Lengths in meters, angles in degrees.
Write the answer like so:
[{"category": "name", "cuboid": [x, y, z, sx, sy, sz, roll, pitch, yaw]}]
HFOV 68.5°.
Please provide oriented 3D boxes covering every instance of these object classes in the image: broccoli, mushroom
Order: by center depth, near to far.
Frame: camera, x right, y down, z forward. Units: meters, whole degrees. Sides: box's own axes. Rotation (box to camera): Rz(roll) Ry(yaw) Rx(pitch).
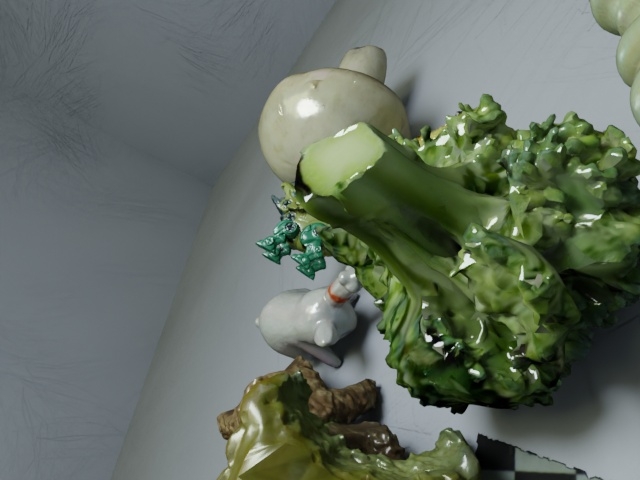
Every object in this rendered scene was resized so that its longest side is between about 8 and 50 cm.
[{"category": "broccoli", "cuboid": [0.138, -0.003, 0.477, 0.277, 0.317, 0.338, -44, 66, 15]}, {"category": "mushroom", "cuboid": [0.040, -0.250, 0.934, 0.314, 0.315, 0.336, -29, 40, 56]}]

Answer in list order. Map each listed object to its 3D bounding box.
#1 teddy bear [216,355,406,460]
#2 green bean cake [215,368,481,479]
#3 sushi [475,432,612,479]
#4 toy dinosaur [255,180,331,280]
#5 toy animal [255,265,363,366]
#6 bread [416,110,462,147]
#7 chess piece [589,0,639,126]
[{"category": "teddy bear", "cuboid": [-0.016, 0.281, 0.658, 0.246, 0.222, 0.296, -36, -12, -19]}, {"category": "green bean cake", "cuboid": [0.017, 0.258, 0.446, 0.124, 0.236, 0.232, 85, -158, -68]}, {"category": "sushi", "cuboid": [0.163, 0.318, 0.299, 0.339, 0.069, 0.319, -12, 54, 63]}, {"category": "toy dinosaur", "cuboid": [0.000, 0.000, 0.828, 0.153, 0.259, 0.094, -52, -19, -13]}, {"category": "toy animal", "cuboid": [0.006, 0.134, 0.797, 0.282, 0.138, 0.140, -20, 55, 50]}, {"category": "bread", "cuboid": [0.198, -0.130, 0.740, 0.187, 0.065, 0.103, -29, 38, 58]}, {"category": "chess piece", "cuboid": [0.336, -0.198, 0.442, 0.133, 0.133, 0.243, -33, 44, 53]}]
